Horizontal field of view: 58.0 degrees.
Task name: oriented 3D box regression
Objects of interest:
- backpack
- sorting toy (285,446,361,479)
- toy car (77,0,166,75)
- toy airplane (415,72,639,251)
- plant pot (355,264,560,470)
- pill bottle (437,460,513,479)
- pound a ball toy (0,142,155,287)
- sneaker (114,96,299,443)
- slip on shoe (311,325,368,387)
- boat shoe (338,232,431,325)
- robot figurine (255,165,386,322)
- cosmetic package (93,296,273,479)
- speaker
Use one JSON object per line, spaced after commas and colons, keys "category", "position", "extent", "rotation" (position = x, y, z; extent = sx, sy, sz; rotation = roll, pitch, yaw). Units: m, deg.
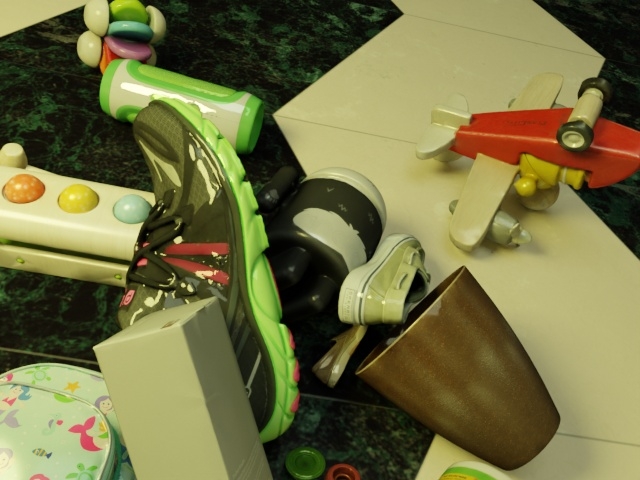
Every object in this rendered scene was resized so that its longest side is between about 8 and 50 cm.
{"category": "backpack", "position": [-0.291, 0.253, 0.600], "extent": [0.225, 0.191, 0.254], "rotation": [16, 41, 5]}
{"category": "sorting toy", "position": [0.001, 0.306, 0.728], "extent": [0.101, 0.042, 0.061], "rotation": [16, 28, 16]}
{"category": "toy car", "position": [-0.403, -0.402, 1.193], "extent": [0.159, 0.182, 0.136], "rotation": [-2, 51, -37]}
{"category": "toy airplane", "position": [0.391, -0.166, 1.161], "extent": [0.385, 0.272, 0.385], "rotation": [-28, 38, 9]}
{"category": "plant pot", "position": [0.204, 0.190, 0.795], "extent": [0.230, 0.215, 0.215], "rotation": [45, 51, 7]}
{"category": "pill bottle", "position": [0.133, 0.374, 0.625], "extent": [0.136, 0.136, 0.245], "rotation": [38, 50, 21]}
{"category": "pound a ball toy", "position": [-0.383, -0.062, 0.901], "extent": [0.318, 0.136, 0.208], "rotation": [11, 46, -5]}
{"category": "sneaker", "position": [-0.173, 0.033, 0.745], "extent": [0.202, 0.185, 0.483], "rotation": [-14, 78, -18]}
{"category": "slip on shoe", "position": [0.033, 0.158, 0.867], "extent": [0.041, 0.051, 0.135], "rotation": [29, 55, 9]}
{"category": "boat shoe", "position": [0.120, 0.066, 0.888], "extent": [0.094, 0.109, 0.302], "rotation": [13, 21, 20]}
{"category": "robot figurine", "position": [0.000, 0.002, 0.923], "extent": [0.173, 0.209, 0.278], "rotation": [12, 43, 20]}
{"category": "cosmetic package", "position": [-0.134, 0.192, 0.609], "extent": [0.107, 0.127, 0.238], "rotation": [-18, 93, 9]}
{"category": "speaker", "position": [-0.266, -0.261, 1.129], "extent": [0.296, 0.131, 0.131], "rotation": [16, 45, 0]}
